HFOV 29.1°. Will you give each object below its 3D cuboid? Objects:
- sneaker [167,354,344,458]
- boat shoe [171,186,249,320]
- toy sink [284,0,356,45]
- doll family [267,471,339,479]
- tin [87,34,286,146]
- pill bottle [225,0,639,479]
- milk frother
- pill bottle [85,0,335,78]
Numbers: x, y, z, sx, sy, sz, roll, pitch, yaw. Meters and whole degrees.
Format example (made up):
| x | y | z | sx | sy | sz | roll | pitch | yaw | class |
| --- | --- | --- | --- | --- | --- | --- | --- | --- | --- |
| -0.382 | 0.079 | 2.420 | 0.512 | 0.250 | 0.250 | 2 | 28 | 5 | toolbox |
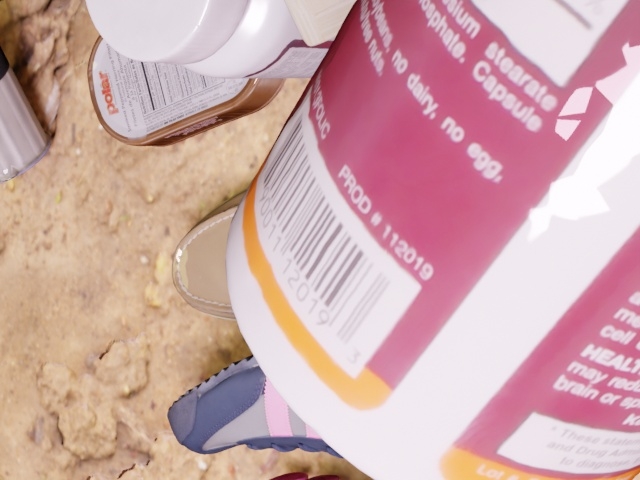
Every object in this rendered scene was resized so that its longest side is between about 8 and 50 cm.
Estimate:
| x | y | z | sx | sy | sz | roll | pitch | yaw | class |
| --- | --- | --- | --- | --- | --- | --- | --- | --- | --- |
| 0.024 | 0.122 | 0.844 | 0.319 | 0.112 | 0.131 | -25 | 79 | 36 | sneaker |
| 0.000 | 0.000 | 0.852 | 0.302 | 0.098 | 0.109 | -11 | 90 | 35 | boat shoe |
| 0.034 | -0.248 | 0.655 | 0.131 | 0.153 | 0.234 | -16 | 101 | 48 | toy sink |
| 0.039 | 0.257 | 0.847 | 0.263 | 0.118 | 0.163 | -5 | 94 | 35 | doll family |
| -0.105 | -0.137 | 0.947 | 0.190 | 0.040 | 0.106 | -18 | 82 | 35 | tin |
| 0.138 | -0.087 | 0.470 | 0.224 | 0.224 | 0.392 | 49 | 128 | 20 | pill bottle |
| -0.258 | -0.141 | 1.021 | 0.143 | 0.129 | 0.134 | -15 | 126 | 8 | milk frother |
| -0.037 | -0.163 | 0.781 | 0.121 | 0.221 | 0.121 | 5 | 99 | 34 | pill bottle |
